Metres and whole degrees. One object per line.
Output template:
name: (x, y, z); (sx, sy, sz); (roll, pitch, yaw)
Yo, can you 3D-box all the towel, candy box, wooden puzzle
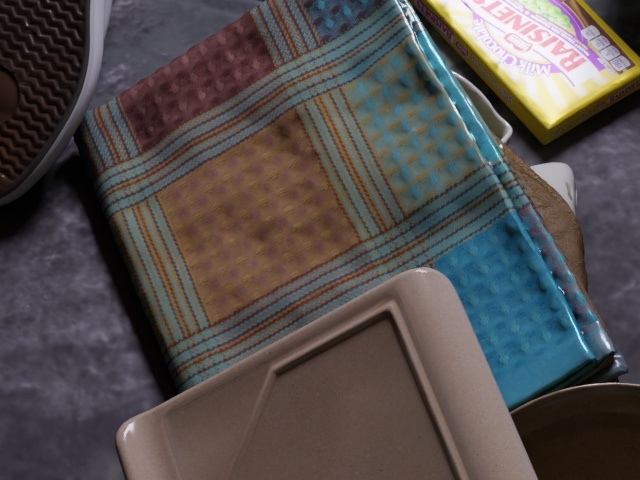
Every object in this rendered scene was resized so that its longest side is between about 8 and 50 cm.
towel: (0.000, 0.000, 1.119); (0.271, 0.040, 0.370); (-31, 64, 9)
candy box: (0.151, -0.173, 1.306); (0.105, 0.027, 0.206); (-32, 65, -17)
wooden puzzle: (0.010, 0.161, 1.010); (0.238, 0.044, 0.221); (-27, 66, 12)

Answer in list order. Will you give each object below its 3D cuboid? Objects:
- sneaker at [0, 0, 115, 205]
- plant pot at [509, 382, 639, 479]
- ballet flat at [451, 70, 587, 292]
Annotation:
sneaker: (-0.198, -0.153, 1.241); (0.105, 0.123, 0.290); (19, 81, 4)
plant pot: (0.176, 0.203, 1.016); (0.236, 0.032, 0.236); (0, 91, 1)
ballet flat: (0.104, -0.049, 1.194); (0.124, 0.116, 0.342); (-19, 55, -37)
